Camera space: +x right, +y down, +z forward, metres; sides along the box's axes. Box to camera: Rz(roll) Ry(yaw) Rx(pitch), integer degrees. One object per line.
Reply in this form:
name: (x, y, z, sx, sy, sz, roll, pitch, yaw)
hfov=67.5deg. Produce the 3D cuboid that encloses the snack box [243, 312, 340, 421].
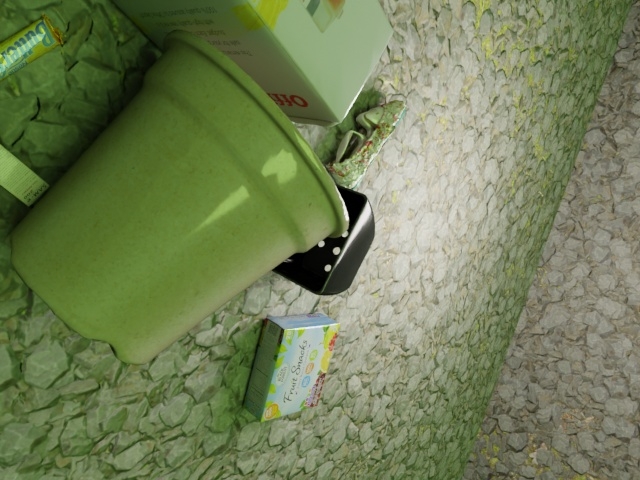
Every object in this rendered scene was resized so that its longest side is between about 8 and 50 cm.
snack box: (-0.060, 0.267, 1.034, 0.174, 0.070, 0.207, 6, 102, -47)

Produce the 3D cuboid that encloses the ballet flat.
ballet flat: (0.094, -0.212, 0.980, 0.077, 0.091, 0.241, 39, 73, -25)

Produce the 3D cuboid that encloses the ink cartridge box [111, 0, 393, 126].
ink cartridge box: (-0.129, -0.324, 0.550, 0.384, 0.279, 0.160, 42, 74, -47)

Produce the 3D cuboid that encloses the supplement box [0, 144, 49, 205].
supplement box: (-0.375, -0.089, 0.556, 0.036, 0.062, 0.098, -52, 135, -17)

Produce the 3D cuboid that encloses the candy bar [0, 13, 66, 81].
candy bar: (-0.367, -0.204, 0.548, 0.161, 0.018, 0.040, -46, 134, -21)

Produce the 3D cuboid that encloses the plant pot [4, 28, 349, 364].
plant pot: (-0.187, -0.026, 0.610, 0.305, 0.333, 0.334, -45, 135, -11)

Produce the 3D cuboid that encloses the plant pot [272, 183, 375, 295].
plant pot: (0.000, 0.000, 0.908, 0.188, 0.187, 0.167, -63, 150, -5)
